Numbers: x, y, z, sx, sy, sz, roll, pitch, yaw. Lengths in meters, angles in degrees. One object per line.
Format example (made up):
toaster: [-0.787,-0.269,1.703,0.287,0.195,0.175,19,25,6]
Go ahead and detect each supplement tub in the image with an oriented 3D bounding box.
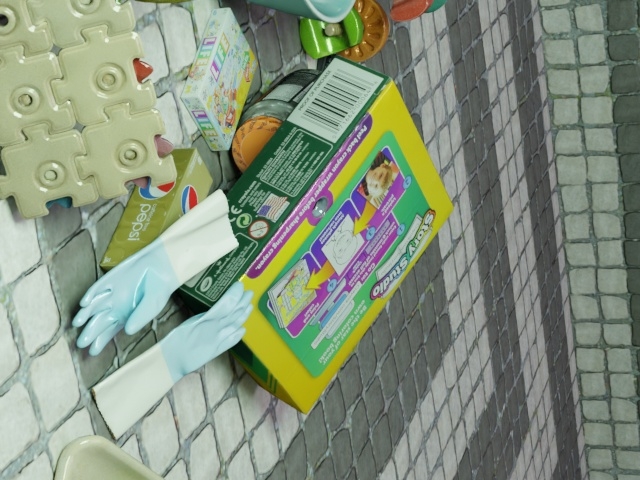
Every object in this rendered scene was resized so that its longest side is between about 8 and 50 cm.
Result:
supplement tub: [-0.041,-0.151,1.790,0.190,0.117,0.117,-51,135,-57]

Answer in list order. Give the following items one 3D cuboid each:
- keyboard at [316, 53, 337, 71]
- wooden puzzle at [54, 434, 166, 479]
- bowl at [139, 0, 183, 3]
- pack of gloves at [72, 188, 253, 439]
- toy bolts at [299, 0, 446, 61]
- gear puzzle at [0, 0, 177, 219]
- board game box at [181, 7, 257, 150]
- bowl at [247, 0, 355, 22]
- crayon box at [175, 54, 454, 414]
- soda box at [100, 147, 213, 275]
keyboard: [0.035,-0.245,2.107,0.180,0.023,0.108,49,44,-59]
wooden puzzle: [-0.202,0.420,1.419,0.322,0.080,0.348,53,41,-55]
bowl: [-0.183,-0.352,1.355,0.156,0.289,0.289,140,-36,-60]
pack of gloves: [-0.156,0.087,1.448,0.232,0.046,0.195,-39,132,-28]
toy bolts: [0.091,-0.387,1.970,0.158,0.228,0.218,-21,99,-56]
gear puzzle: [-0.255,-0.189,1.239,0.044,0.175,0.339,-118,-166,-62]
board game box: [-0.128,-0.206,1.697,0.103,0.026,0.154,62,35,-48]
bowl: [-0.068,-0.426,1.673,0.311,0.163,0.311,0,90,-68]
crayon box: [0.000,0.000,1.717,0.363,0.106,0.313,-53,147,-14]
soda box: [-0.183,-0.021,1.506,0.058,0.061,0.181,66,32,-44]
